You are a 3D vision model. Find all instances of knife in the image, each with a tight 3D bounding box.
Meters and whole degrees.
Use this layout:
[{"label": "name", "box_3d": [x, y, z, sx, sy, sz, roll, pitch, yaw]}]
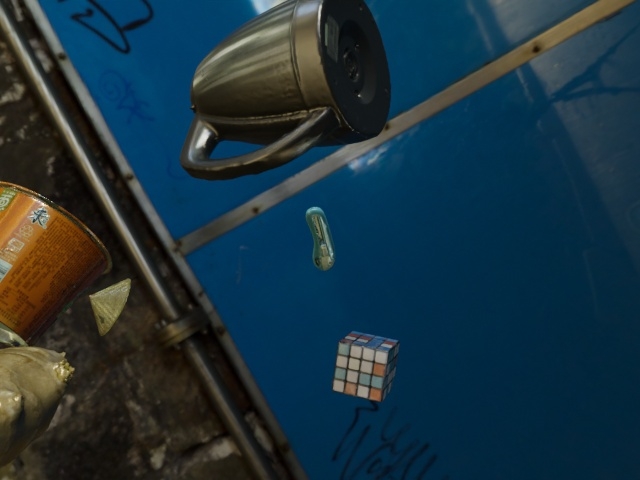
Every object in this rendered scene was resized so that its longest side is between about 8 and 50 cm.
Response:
[{"label": "knife", "box_3d": [0.000, 0.000, 1.653, 0.031, 0.064, 0.221, -106, -178, -47]}]

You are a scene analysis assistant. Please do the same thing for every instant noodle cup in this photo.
[{"label": "instant noodle cup", "box_3d": [-0.472, 0.051, 0.976, 0.230, 0.182, 0.230, 19, -31, 12]}]

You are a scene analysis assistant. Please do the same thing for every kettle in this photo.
[{"label": "kettle", "box_3d": [-0.063, -0.200, 0.880, 0.271, 0.207, 0.250, -5, -95, 30]}]

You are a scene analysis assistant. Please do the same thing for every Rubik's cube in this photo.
[{"label": "Rubik's cube", "box_3d": [0.081, 0.220, 1.107, 0.093, 0.092, 0.092, 10, -84, 18]}]

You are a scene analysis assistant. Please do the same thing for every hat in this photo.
[{"label": "hat", "box_3d": [-0.500, 0.140, 1.445, 0.067, 0.145, 0.146, 30, -18, -25]}]

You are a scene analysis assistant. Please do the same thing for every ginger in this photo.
[{"label": "ginger", "box_3d": [-0.434, 0.208, 0.716, 0.375, 0.237, 0.165, 64, 12, -79]}]

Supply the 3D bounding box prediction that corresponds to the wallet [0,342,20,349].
[{"label": "wallet", "box_3d": [-0.617, 0.229, 1.130, 0.229, 0.182, 0.049, 23, -29, 50]}]
